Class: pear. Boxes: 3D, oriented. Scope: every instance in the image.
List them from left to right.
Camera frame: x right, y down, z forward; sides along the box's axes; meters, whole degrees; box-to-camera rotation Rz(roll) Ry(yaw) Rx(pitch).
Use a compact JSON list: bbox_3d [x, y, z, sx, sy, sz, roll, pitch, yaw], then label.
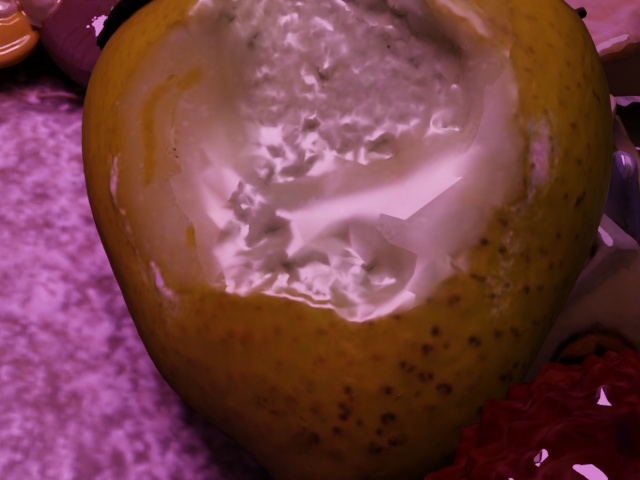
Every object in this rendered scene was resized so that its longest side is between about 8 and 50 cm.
[{"bbox_3d":[0.000,0.000,0.703,0.292,0.159,0.292,-3,76,15],"label":"pear"}]

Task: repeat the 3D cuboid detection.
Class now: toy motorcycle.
[{"bbox_3d":[0.148,-0.066,0.870,0.237,0.169,0.410,29,60,21],"label":"toy motorcycle"}]

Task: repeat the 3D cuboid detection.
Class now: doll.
[{"bbox_3d":[-0.160,-0.142,0.924,0.188,0.096,0.145,-35,55,-30],"label":"doll"}]

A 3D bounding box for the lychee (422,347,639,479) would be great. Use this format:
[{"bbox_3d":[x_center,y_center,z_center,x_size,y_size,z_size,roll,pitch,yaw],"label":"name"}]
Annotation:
[{"bbox_3d":[0.151,0.174,0.563,0.264,0.264,0.300,-10,22,-27],"label":"lychee"}]
